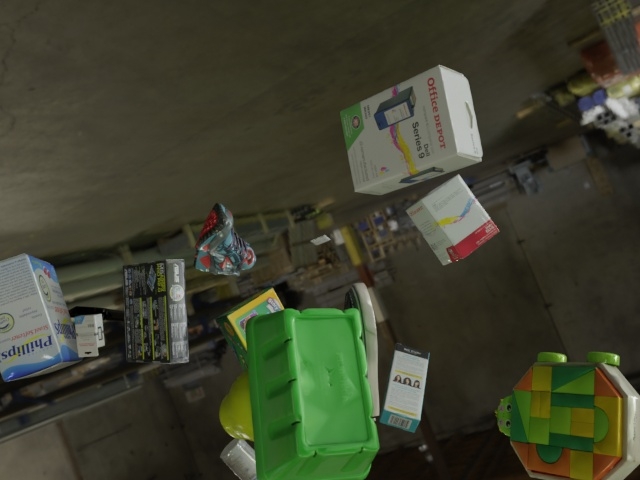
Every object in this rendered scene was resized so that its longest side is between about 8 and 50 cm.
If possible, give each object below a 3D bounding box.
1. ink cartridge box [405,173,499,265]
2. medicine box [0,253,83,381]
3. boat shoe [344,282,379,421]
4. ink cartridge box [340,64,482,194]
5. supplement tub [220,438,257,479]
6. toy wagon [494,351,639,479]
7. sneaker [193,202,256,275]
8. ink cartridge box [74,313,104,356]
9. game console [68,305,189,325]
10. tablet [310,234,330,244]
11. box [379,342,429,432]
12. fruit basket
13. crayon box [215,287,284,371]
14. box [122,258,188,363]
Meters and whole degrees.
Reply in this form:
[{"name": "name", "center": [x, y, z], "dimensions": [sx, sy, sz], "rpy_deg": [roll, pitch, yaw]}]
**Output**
[{"name": "ink cartridge box", "center": [0.323, -0.051, 1.666], "dimensions": [0.127, 0.176, 0.128], "rpy_deg": [-35, 179, -14]}, {"name": "medicine box", "center": [-0.755, 0.204, 1.747], "dimensions": [0.149, 0.289, 0.263], "rpy_deg": [-20, 175, -11]}, {"name": "boat shoe", "center": [0.047, 0.274, 1.588], "dimensions": [0.158, 0.340, 0.127], "rpy_deg": [-5, -176, -8]}, {"name": "ink cartridge box", "center": [0.150, -0.180, 1.136], "dimensions": [0.212, 0.154, 0.093], "rpy_deg": [-16, 169, 38]}, {"name": "supplement tub", "center": [-0.184, 0.539, 1.633], "dimensions": [0.071, 0.107, 0.071], "rpy_deg": [-41, -175, 5]}, {"name": "toy wagon", "center": [0.448, 0.349, 1.284], "dimensions": [0.068, 0.267, 0.344], "rpy_deg": [15, 164, -28]}, {"name": "sneaker", "center": [-0.188, 0.007, 1.400], "dimensions": [0.125, 0.104, 0.262], "rpy_deg": [21, 160, -5]}, {"name": "ink cartridge box", "center": [-0.473, 0.195, 1.378], "dimensions": [0.048, 0.083, 0.028], "rpy_deg": [-5, 179, 14]}, {"name": "game console", "center": [-0.603, 0.243, 2.134], "dimensions": [0.361, 0.044, 0.213], "rpy_deg": [4, 172, 0]}, {"name": "tablet", "center": [0.000, 0.000, 2.249], "dimensions": [0.054, 0.006, 0.083], "rpy_deg": [-22, 166, 9]}, {"name": "box", "center": [0.232, 0.398, 1.839], "dimensions": [0.244, 0.101, 0.060], "rpy_deg": [-68, 173, -51]}, {"name": "fruit basket", "center": [-0.055, 0.340, 1.441], "dimensions": [0.283, 0.392, 0.392], "rpy_deg": [2, 167, -20]}, {"name": "crayon box", "center": [-0.143, 0.290, 1.836], "dimensions": [0.165, 0.278, 0.081], "rpy_deg": [-31, -176, -36]}, {"name": "box", "center": [-0.444, 0.191, 1.797], "dimensions": [0.216, 0.270, 0.060], "rpy_deg": [-8, 174, 42]}]
